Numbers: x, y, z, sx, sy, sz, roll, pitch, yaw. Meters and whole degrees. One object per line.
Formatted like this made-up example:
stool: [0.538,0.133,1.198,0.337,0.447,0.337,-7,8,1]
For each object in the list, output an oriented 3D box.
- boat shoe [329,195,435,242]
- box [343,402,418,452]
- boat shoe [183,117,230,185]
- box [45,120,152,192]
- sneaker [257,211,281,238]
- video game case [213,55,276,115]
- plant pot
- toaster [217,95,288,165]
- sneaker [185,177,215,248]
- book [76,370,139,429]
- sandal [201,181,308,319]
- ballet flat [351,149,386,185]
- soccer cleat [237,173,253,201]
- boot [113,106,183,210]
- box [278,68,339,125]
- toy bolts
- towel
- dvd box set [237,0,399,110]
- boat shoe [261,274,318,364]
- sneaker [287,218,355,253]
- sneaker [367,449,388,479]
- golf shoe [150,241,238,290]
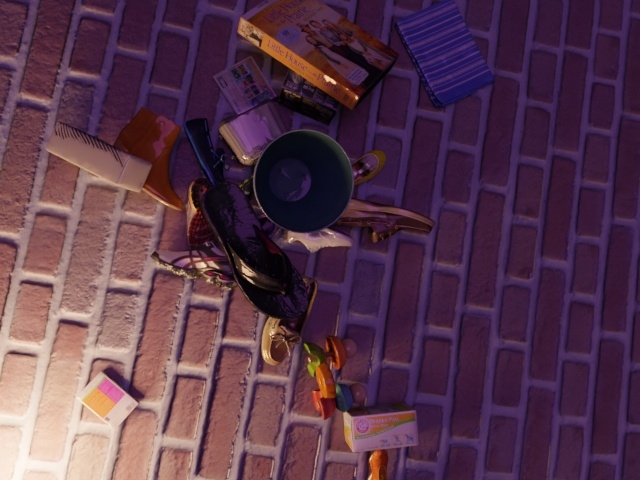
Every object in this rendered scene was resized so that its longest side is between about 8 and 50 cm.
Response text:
boat shoe: [0.184,-0.053,1.582,0.341,0.123,0.123,12,93,-5]
box: [0.180,0.562,1.520,0.203,0.114,0.103,-3,85,-8]
boat shoe: [-0.328,-0.260,1.524,0.089,0.109,0.258,-24,91,-14]
box: [-0.625,-0.236,1.420,0.275,0.113,0.094,25,91,16]
sneaker: [-0.205,0.001,1.518,0.095,0.104,0.236,39,83,-6]
video game case: [-0.240,-0.488,1.601,0.143,0.019,0.157,-32,89,-10]
plant pot: [-0.068,-0.176,1.495,0.290,0.195,0.290,-2,99,-16]
toaster: [-0.191,-0.329,1.541,0.227,0.129,0.146,-29,94,-12]
sneaker: [-0.363,-0.079,1.519,0.088,0.092,0.225,1,99,-28]
book: [-0.611,0.459,1.451,0.144,0.035,0.096,43,77,-3]
sandal: [-0.183,0.039,1.403,0.167,0.107,0.446,-36,97,-21]
ballet flat: [0.123,-0.220,1.602,0.231,0.077,0.077,-34,90,-10]
soccer cleat: [-0.239,-0.135,1.553,0.179,0.060,0.072,-45,102,-3]
boot: [-0.473,-0.248,1.493,0.295,0.104,0.211,38,89,4]
box: [-0.031,-0.447,1.564,0.180,0.147,0.078,22,82,-6]
toy bolts: [0.064,0.413,1.485,0.158,0.218,0.229,-12,105,-16]
towel: [0.425,-0.640,1.707,0.243,0.040,0.336,-27,89,-11]
dvd box set: [0.004,-0.603,1.539,0.420,0.062,0.308,36,52,4]
boat shoe: [-0.092,0.239,1.508,0.104,0.089,0.285,24,80,-28]
sneaker: [0.000,0.000,1.573,0.212,0.080,0.094,15,94,0]
sneaker: [0.180,0.698,1.502,0.064,0.067,0.175,-7,112,-22]
golf shoe: [-0.359,0.058,1.482,0.272,0.105,0.120,15,78,4]
